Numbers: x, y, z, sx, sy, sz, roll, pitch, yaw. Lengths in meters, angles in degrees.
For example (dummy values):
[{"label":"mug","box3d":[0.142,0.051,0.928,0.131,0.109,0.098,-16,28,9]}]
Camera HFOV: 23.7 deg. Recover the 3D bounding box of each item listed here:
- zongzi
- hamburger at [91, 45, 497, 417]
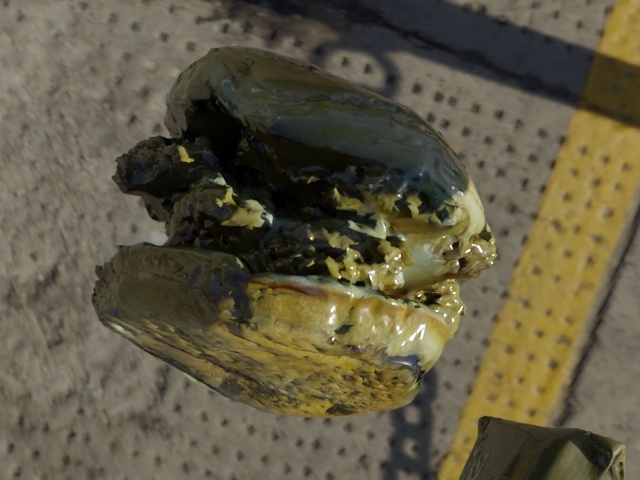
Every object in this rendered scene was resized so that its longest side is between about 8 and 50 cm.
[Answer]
[{"label":"zongzi","box3d":[0.091,0.225,0.778,0.205,0.094,0.204,-42,131,-50]},{"label":"hamburger","box3d":[0.000,0.000,0.646,0.185,0.159,0.131,33,65,-37]}]
